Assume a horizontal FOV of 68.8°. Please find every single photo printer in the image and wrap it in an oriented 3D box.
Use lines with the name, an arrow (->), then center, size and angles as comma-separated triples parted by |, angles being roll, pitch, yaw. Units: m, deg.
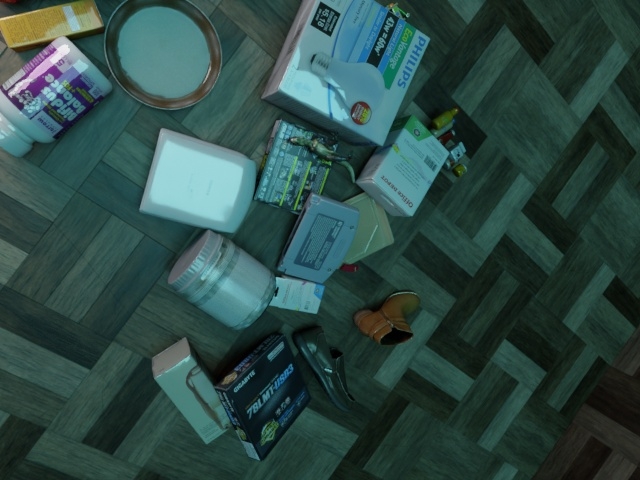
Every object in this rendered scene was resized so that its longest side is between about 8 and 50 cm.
photo printer -> -0.352, -0.165, 1.393 | 0.308, 0.107, 0.255 | 16, 96, -22

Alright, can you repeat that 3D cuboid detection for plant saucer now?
plant saucer -> -0.436, -0.527, 1.313 | 0.311, 0.050, 0.310 | -5, 104, -19

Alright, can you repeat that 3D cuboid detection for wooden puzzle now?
wooden puzzle -> 0.121, -0.041, 1.636 | 0.239, 0.044, 0.220 | -24, 110, -9

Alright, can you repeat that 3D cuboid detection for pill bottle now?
pill bottle -> -0.701, -0.357, 1.189 | 0.301, 0.169, 0.169 | -45, 113, -6

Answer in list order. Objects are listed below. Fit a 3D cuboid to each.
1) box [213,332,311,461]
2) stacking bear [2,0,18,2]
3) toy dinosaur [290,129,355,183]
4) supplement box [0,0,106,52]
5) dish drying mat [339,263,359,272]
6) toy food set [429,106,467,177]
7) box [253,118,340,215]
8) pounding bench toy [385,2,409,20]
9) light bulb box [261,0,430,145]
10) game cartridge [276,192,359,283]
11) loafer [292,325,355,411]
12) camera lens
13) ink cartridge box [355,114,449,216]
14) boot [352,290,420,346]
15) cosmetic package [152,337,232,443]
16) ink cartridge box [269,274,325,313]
box -> -0.178, 0.511, 1.554 | 0.295, 0.074, 0.293 | -38, 117, -46
stacking bear -> -0.681, -0.669, 1.136 | 0.289, 0.175, 0.164 | -21, 64, -4
toy dinosaur -> 0.039, -0.272, 1.452 | 0.268, 0.118, 0.063 | 30, 62, -25
supplement box -> -0.685, -0.552, 1.200 | 0.234, 0.078, 0.080 | -24, 109, -15
dish drying mat -> 0.104, 0.098, 1.652 | 0.083, 0.008, 0.032 | 12, 128, -49
toy food set -> 0.467, -0.348, 1.651 | 0.105, 0.111, 0.232 | -36, 109, -9
box -> -0.080, -0.227, 1.507 | 0.217, 0.060, 0.269 | 16, 96, -23
pounding bench toy -> 0.241, -0.736, 1.514 | 0.083, 0.052, 0.065 | -36, 111, -10
light bulb box -> 0.070, -0.516, 1.407 | 0.361, 0.225, 0.357 | 22, 94, -22
game cartridge -> 0.000, 0.000, 1.546 | 0.198, 0.062, 0.297 | 16, 115, -25
loafer -> 0.040, 0.456, 1.664 | 0.130, 0.134, 0.365 | -33, 111, -10
camera lens -> -0.289, 0.124, 1.421 | 0.274, 0.219, 0.219 | 40, 87, -23
ink cartridge box -> 0.277, -0.245, 1.575 | 0.201, 0.117, 0.278 | 39, 74, -23
boot -> 0.275, 0.278, 1.663 | 0.284, 0.220, 0.108 | -11, 105, -18
cosmetic package -> -0.400, 0.479, 1.499 | 0.129, 0.153, 0.296 | -33, 113, -12
ink cartridge box -> -0.089, 0.179, 1.593 | 0.182, 0.062, 0.104 | 14, 97, -23
